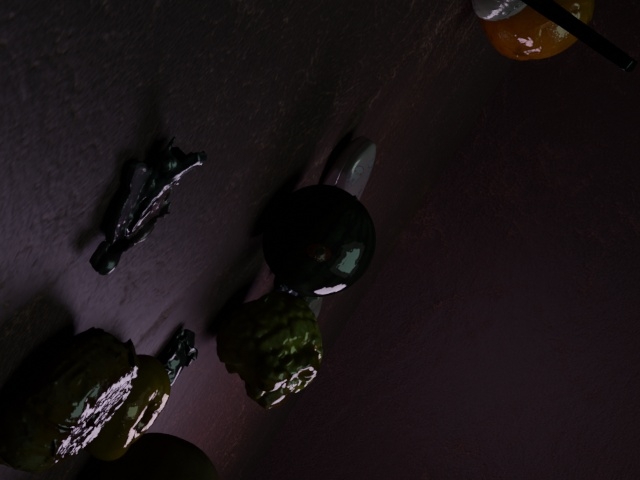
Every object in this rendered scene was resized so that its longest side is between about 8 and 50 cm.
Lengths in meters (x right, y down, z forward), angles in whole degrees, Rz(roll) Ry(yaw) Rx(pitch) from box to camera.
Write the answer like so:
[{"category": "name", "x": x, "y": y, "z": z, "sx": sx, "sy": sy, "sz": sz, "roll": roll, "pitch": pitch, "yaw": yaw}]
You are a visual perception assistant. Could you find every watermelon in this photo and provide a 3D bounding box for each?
[{"category": "watermelon", "x": 0.000, "y": 0.000, "z": 2.052, "sx": 0.212, "sy": 0.212, "sz": 0.212, "roll": -54, "pitch": 170, "yaw": -14}]

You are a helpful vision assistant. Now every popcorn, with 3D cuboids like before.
[{"category": "popcorn", "x": -0.098, "y": 0.223, "z": 2.219, "sx": 0.251, "sy": 0.206, "sz": 0.237, "roll": -99, "pitch": 173, "yaw": -55}]

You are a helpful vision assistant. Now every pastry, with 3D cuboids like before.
[{"category": "pastry", "x": -0.332, "y": 0.213, "z": 1.465, "sx": 0.229, "sy": 0.100, "sz": 0.218, "roll": -54, "pitch": 170, "yaw": -6}]

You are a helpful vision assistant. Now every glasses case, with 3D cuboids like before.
[{"category": "glasses case", "x": 0.041, "y": -0.096, "z": 2.308, "sx": 0.113, "sy": 0.075, "sz": 0.297, "roll": -45, "pitch": 165, "yaw": -40}]

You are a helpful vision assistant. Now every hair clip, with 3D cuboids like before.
[{"category": "hair clip", "x": -0.209, "y": -0.054, "z": 1.376, "sx": 0.187, "sy": 0.056, "sz": 0.146, "roll": -51, "pitch": 174, "yaw": 27}]

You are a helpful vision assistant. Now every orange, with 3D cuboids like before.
[{"category": "orange", "x": 0.484, "y": -0.532, "z": 2.505, "sx": 0.261, "sy": 0.261, "sz": 0.261, "roll": -54, "pitch": 170, "yaw": -14}]

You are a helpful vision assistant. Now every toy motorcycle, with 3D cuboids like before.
[{"category": "toy motorcycle", "x": -0.061, "y": 0.065, "z": 2.380, "sx": 0.124, "sy": 0.061, "sz": 0.193, "roll": -59, "pitch": 165, "yaw": -19}]

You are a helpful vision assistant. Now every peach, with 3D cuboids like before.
[{"category": "peach", "x": -0.307, "y": 0.255, "z": 1.713, "sx": 0.179, "sy": 0.103, "sz": 0.179, "roll": -55, "pitch": 166, "yaw": -21}]

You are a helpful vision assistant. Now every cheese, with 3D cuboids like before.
[{"category": "cheese", "x": 0.396, "y": -0.562, "z": 2.276, "sx": 0.198, "sy": 0.154, "sz": 0.189, "roll": -53, "pitch": -170, "yaw": -35}]

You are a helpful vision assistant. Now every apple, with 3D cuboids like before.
[{"category": "apple", "x": -0.302, "y": 0.480, "z": 2.023, "sx": 0.257, "sy": 0.257, "sz": 0.234, "roll": -59, "pitch": -177, "yaw": 17}]

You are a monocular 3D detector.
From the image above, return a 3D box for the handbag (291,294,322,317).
[{"category": "handbag", "x": -0.076, "y": 0.182, "z": 2.525, "sx": 0.270, "sy": 0.117, "sz": 0.182, "roll": -55, "pitch": -177, "yaw": -7}]

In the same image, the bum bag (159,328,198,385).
[{"category": "bum bag", "x": -0.278, "y": 0.244, "z": 1.965, "sx": 0.197, "sy": 0.049, "sz": 0.087, "roll": -53, "pitch": 164, "yaw": -16}]

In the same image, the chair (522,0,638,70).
[{"category": "chair", "x": 0.313, "y": -0.442, "z": 1.523, "sx": 0.240, "sy": 0.416, "sz": 0.203, "roll": -59, "pitch": 170, "yaw": 15}]
